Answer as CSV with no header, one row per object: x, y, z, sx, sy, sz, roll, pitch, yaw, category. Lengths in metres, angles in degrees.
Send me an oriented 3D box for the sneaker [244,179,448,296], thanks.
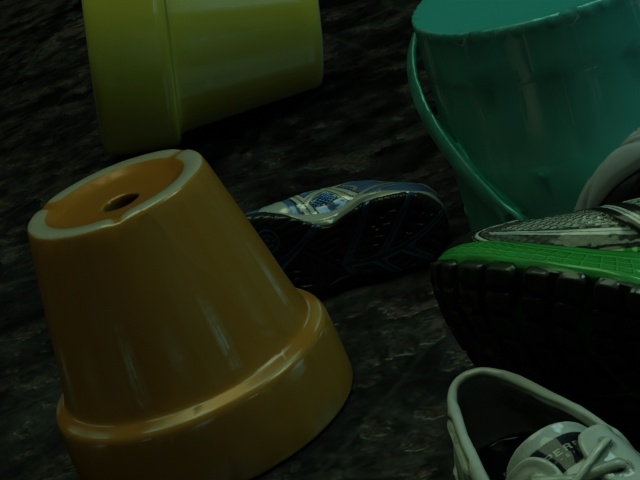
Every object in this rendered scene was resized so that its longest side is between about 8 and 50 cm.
0.000,0.000,1.415,0.211,0.080,0.081,-8,17,10,sneaker

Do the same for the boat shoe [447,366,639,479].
0.132,0.134,0.914,0.096,0.088,0.267,-24,20,-6,boat shoe

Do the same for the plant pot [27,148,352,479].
-0.106,0.048,1.226,0.205,0.188,0.205,-20,21,8,plant pot

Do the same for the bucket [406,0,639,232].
0.206,-0.122,1.336,0.281,0.183,0.281,-19,20,7,bucket

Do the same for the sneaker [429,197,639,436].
0.226,0.022,1.021,0.343,0.134,0.146,-2,41,27,sneaker

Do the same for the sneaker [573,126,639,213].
0.276,-0.023,1.126,0.268,0.101,0.153,-43,49,26,sneaker

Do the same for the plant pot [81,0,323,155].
-0.126,-0.229,1.887,0.239,0.254,0.254,-8,20,-5,plant pot
